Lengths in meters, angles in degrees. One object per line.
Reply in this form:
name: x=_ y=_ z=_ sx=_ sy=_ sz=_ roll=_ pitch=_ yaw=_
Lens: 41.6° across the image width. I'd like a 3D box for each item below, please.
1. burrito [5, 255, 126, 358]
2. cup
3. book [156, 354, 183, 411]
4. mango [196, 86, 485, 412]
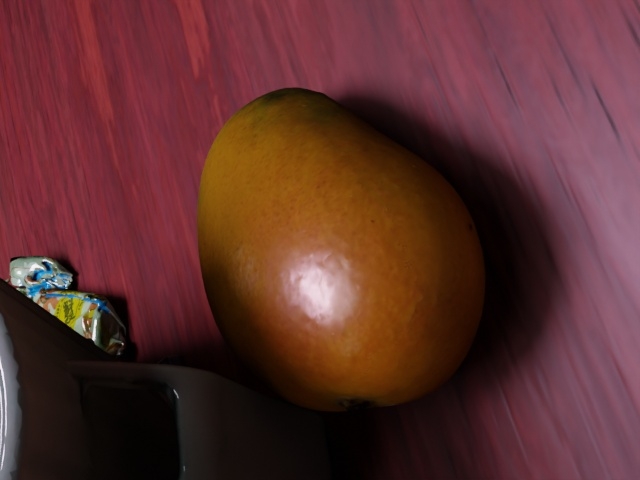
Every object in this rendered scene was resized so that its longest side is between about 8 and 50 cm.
burrito: x=-0.296 y=0.069 z=0.909 sx=0.288 sy=0.054 sz=0.104 roll=1 pitch=88 yaw=46
cup: x=-0.216 y=0.150 z=0.552 sx=0.310 sy=0.401 sz=0.392 roll=51 pitch=166 yaw=19
book: x=-0.145 y=0.242 z=0.763 sx=0.157 sy=0.026 sz=0.231 roll=-41 pitch=59 yaw=37
mango: x=-0.002 y=0.007 z=0.550 sx=0.175 sy=0.139 sz=0.254 roll=-56 pitch=41 yaw=9
